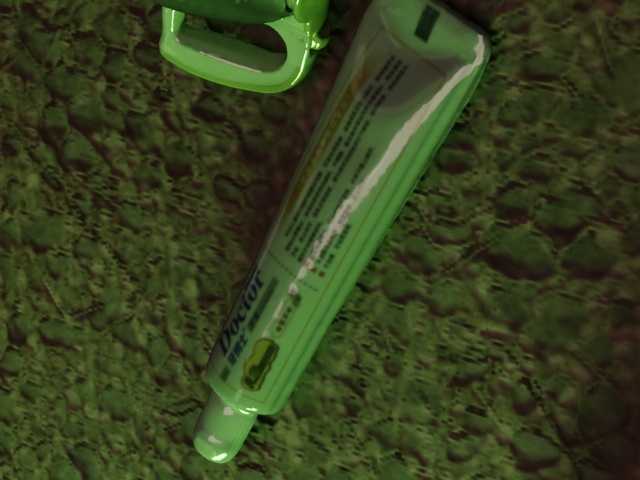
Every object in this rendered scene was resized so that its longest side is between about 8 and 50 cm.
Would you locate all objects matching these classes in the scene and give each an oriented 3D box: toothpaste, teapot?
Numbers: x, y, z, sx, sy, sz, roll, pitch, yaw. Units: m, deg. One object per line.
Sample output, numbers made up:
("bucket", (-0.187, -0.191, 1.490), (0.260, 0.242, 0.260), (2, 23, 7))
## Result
("toothpaste", (0.000, 0.000, 0.805), (0.067, 0.037, 0.255), (39, 116, 28))
("teapot", (-0.029, -0.130, 0.783), (0.090, 0.124, 0.092), (26, 73, 11))
